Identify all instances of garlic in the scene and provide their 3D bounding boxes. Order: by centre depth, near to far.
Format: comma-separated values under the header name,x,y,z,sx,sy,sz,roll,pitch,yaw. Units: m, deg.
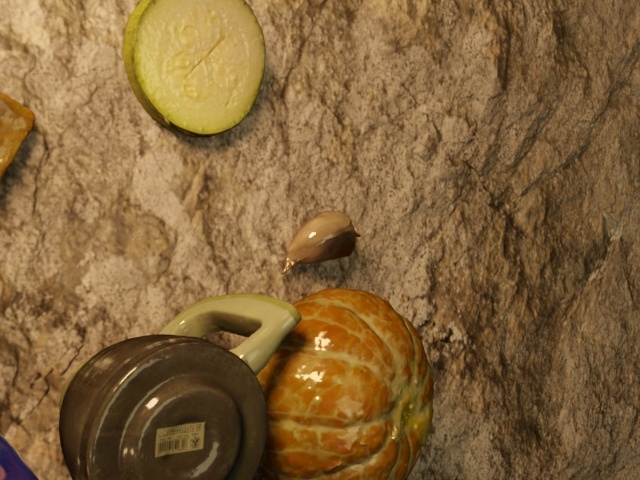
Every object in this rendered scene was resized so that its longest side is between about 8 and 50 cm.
name,x,y,z,sx,sy,sz,roll,pitch,yaw
garlic,0.005,-0.001,1.367,0.152,0.066,0.084,-15,104,-40

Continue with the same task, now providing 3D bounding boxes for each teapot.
name,x,y,z,sx,sy,sz,roll,pitch,yaw
teapot,-0.207,0.186,1.093,0.239,0.239,0.321,28,80,-38

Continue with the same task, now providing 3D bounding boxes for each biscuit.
name,x,y,z,sx,sy,sz,roll,pitch,yaw
biscuit,-0.440,-0.115,1.008,0.174,0.039,0.183,31,72,-38

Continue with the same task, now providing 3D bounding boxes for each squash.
name,x,y,z,sx,sy,sz,roll,pitch,yaw
squash,-0.177,-0.256,1.224,0.219,0.041,0.219,-6,100,-36

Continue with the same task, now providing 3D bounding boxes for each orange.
name,x,y,z,sx,sy,sz,roll,pitch,yaw
orange,0.022,0.235,1.263,0.329,0.249,0.329,4,84,-51

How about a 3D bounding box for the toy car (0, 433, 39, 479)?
name,x,y,z,sx,sy,sz,roll,pitch,yaw
toy car,-0.412,0.312,0.937,0.235,0.172,0.158,-33,137,-36
